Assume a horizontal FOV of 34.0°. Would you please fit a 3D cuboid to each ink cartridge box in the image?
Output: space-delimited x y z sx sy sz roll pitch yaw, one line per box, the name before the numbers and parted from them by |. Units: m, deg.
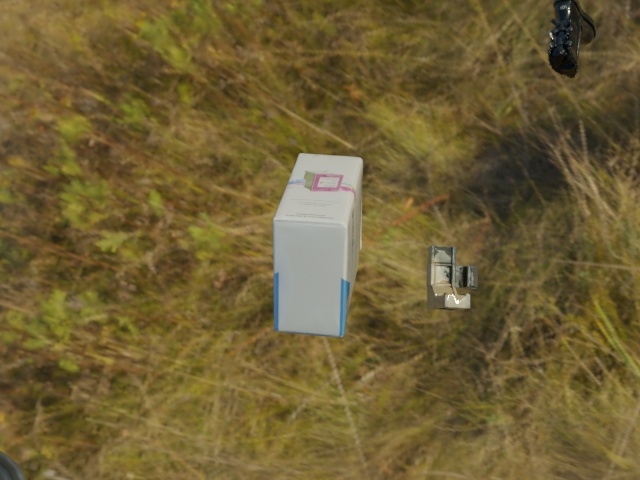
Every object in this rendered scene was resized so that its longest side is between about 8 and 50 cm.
ink cartridge box | 0.000 0.000 0.750 0.052 0.122 0.088 4 116 7

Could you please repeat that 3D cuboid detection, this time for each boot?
boot | 0.342 -0.268 1.425 0.045 0.121 0.099 -4 68 29

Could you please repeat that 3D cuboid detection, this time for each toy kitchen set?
toy kitchen set | 0.179 0.048 1.331 0.075 0.068 0.083 152 120 -76

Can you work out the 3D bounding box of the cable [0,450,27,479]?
cable | -0.323 0.164 0.631 0.072 0.287 0.139 99 155 -49
